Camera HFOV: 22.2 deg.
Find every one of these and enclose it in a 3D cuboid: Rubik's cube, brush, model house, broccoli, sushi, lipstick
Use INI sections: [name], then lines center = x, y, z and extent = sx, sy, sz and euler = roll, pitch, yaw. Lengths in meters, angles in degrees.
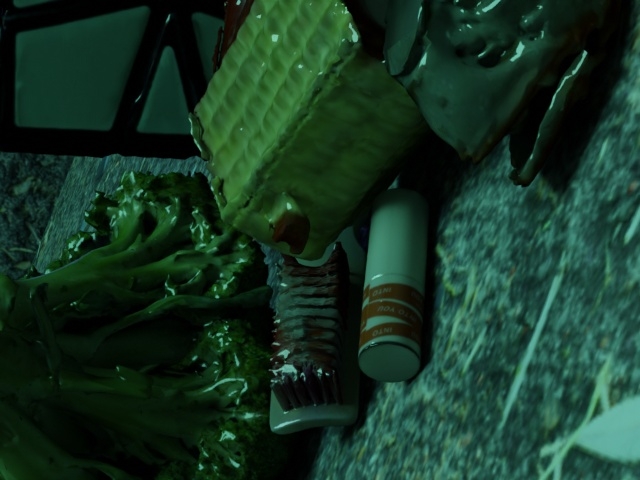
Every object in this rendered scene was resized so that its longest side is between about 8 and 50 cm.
[Rubik's cube]
center = -0.135, -0.241, 1.383
extent = 0.283, 0.293, 0.288
euler = -99, 15, -67
[brush]
center = 0.000, 0.000, 1.132
extent = 0.321, 0.060, 0.050
euler = -85, -19, -49
[model house]
center = 0.020, -0.121, 1.064
extent = 0.196, 0.160, 0.254
euler = -52, 23, 44
[broccoli]
center = -0.155, 0.103, 1.146
extent = 0.304, 0.283, 0.321
euler = -51, 50, 11
[sushi]
center = 0.103, -0.187, 0.933
extent = 0.124, 0.130, 0.332
euler = -49, 25, 50
[lipstick]
center = 0.046, 0.026, 1.005
extent = 0.038, 0.038, 0.130
euler = -53, 21, 43
